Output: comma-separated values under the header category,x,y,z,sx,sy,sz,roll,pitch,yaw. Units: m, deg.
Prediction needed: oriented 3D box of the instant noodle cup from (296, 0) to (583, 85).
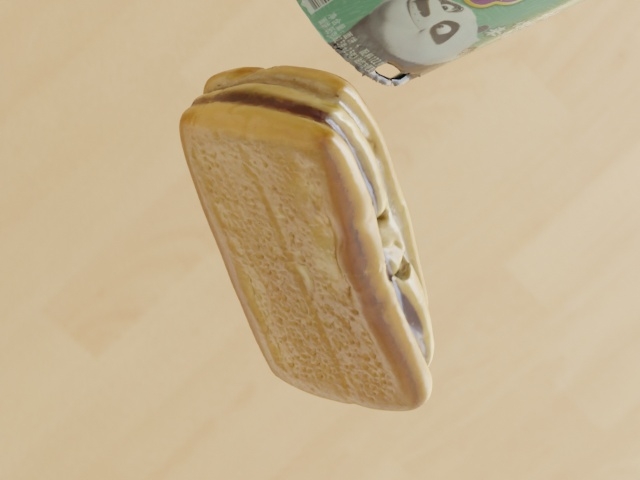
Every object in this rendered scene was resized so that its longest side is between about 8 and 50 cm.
category,x,y,z,sx,sy,sz,roll,pitch,yaw
instant noodle cup,0.084,-0.244,1.390,0.190,0.251,0.251,-30,117,25

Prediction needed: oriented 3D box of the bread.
category,x,y,z,sx,sy,sz,roll,pitch,yaw
bread,0.000,0.000,1.003,0.116,0.077,0.200,4,128,34
